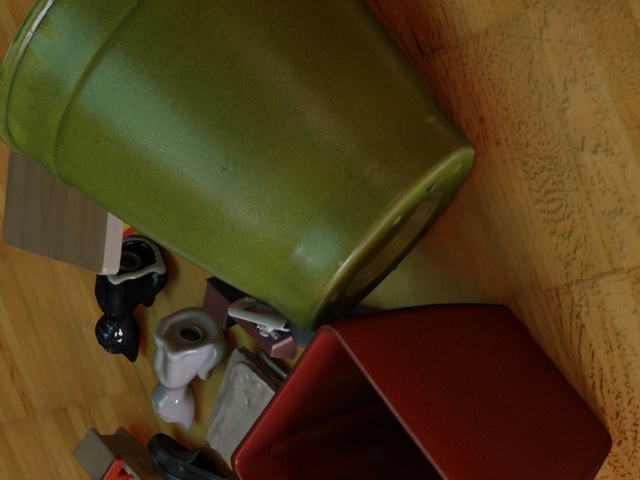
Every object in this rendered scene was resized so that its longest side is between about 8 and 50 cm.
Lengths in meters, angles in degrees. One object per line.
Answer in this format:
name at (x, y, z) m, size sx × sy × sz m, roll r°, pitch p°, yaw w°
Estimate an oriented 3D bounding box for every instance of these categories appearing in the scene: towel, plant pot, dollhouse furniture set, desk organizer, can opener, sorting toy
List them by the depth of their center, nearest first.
plant pot at (-0.054, -0.111, 1.332) m, size 0.353 × 0.366 × 0.366 m, roll 42°, pitch 137°, yaw 11°
plant pot at (0.115, 0.212, 1.341) m, size 0.267 × 0.235 × 0.267 m, roll 53°, pitch 139°, yaw 18°
can opener at (0.001, 0.080, 1.540) m, size 0.280 × 0.074 × 0.093 m, roll 17°, pitch 119°, yaw 44°
desk organizer at (-0.084, 0.095, 1.670) m, size 0.130 × 0.047 × 0.050 m, roll 41°, pitch 137°, yaw 29°
towel at (-0.029, 0.271, 1.692) m, size 0.282 × 0.049 × 0.187 m, roll 45°, pitch 138°, yaw 24°
sorting toy at (-0.290, -0.103, 1.738) m, size 0.255 × 0.089 × 0.257 m, roll 13°, pitch 99°, yaw 49°
dollhouse furniture set at (-0.333, 0.403, 1.966) m, size 0.135 × 0.262 × 0.259 m, roll 42°, pitch 104°, yaw 26°

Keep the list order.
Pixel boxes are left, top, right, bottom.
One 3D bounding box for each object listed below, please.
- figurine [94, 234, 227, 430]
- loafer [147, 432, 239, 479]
figurine at (-0.220, 0.133, 1.828) m, size 0.215 × 0.092 × 0.209 m, roll 48°, pitch 146°, yaw 22°
loafer at (-0.165, 0.303, 1.867) m, size 0.170 × 0.062 × 0.061 m, roll 34°, pitch 109°, yaw 31°
